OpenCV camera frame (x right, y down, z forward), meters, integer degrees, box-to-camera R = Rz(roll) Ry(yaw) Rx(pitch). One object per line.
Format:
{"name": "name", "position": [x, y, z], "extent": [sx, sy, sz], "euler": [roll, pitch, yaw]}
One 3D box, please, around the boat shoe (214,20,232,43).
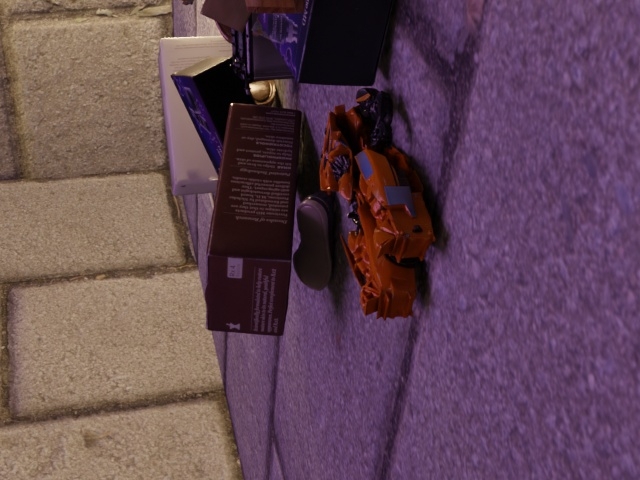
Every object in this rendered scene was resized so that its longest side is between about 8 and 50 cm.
{"name": "boat shoe", "position": [-0.156, -0.538, 1.843], "extent": [0.123, 0.123, 0.342], "euler": [33, -136, -67]}

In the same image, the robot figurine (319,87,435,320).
{"name": "robot figurine", "position": [0.063, -0.057, 1.146], "extent": [0.211, 0.085, 0.291], "euler": [100, 160, -44]}

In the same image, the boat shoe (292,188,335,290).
{"name": "boat shoe", "position": [0.000, 0.000, 1.527], "extent": [0.065, 0.075, 0.206], "euler": [-51, -26, -39]}

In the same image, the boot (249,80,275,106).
{"name": "boot", "position": [-0.130, -0.265, 1.919], "extent": [0.197, 0.073, 0.152], "euler": [-121, 21, -58]}

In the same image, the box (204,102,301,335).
{"name": "box", "position": [-0.111, -0.045, 1.567], "extent": [0.191, 0.143, 0.381], "euler": [98, 177, -46]}

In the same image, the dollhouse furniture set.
{"name": "dollhouse furniture set", "position": [-0.107, -0.457, 1.442], "extent": [0.242, 0.212, 0.161], "euler": [-67, 14, 1]}

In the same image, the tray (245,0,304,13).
{"name": "tray", "position": [-0.043, -0.489, 1.040], "extent": [0.203, 0.076, 0.411], "euler": [81, -169, -67]}

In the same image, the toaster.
{"name": "toaster", "position": [-0.102, -0.366, 1.645], "extent": [0.168, 0.110, 0.186], "euler": [-134, 41, -70]}

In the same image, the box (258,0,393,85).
{"name": "box", "position": [0.004, -0.313, 1.186], "extent": [0.207, 0.108, 0.153], "euler": [-118, 33, -50]}

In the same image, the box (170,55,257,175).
{"name": "box", "position": [-0.187, -0.233, 1.847], "extent": [0.261, 0.103, 0.184], "euler": [66, 167, -19]}

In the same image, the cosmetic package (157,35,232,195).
{"name": "cosmetic package", "position": [-0.286, -0.306, 2.253], "extent": [0.155, 0.197, 0.365], "euler": [146, 119, -74]}
